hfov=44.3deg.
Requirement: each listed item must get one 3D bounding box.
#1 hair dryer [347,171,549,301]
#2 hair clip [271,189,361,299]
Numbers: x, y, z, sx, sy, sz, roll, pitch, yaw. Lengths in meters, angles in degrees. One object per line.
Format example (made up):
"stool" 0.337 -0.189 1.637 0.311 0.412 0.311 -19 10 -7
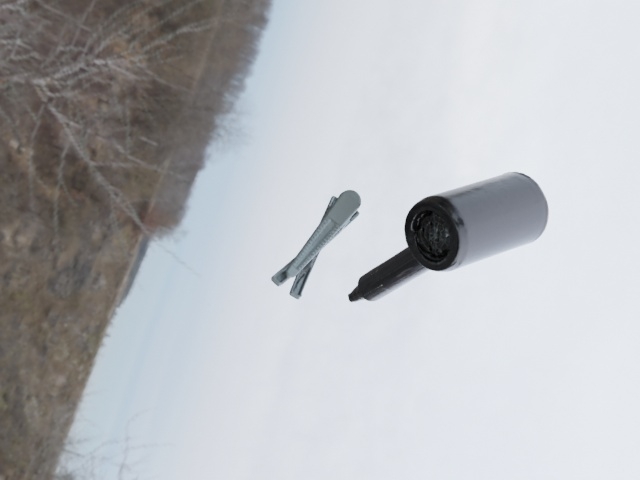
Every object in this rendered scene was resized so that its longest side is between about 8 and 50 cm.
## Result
"hair dryer" 0.089 0.021 0.764 0.255 0.128 0.070 -38 -107 48
"hair clip" -0.001 -0.001 0.681 0.115 0.030 0.039 -55 173 -31
